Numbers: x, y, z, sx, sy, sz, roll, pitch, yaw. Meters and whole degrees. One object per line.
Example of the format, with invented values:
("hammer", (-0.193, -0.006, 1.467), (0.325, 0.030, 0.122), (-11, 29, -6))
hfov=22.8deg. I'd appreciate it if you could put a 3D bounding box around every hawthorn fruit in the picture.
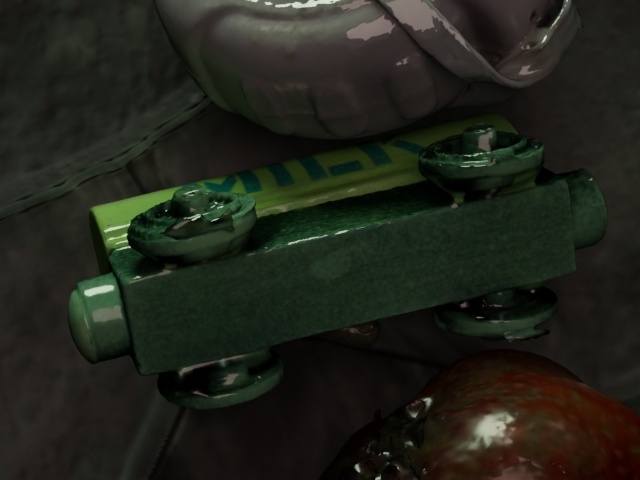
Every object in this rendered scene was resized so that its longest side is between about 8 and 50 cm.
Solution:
("hawthorn fruit", (0.107, 0.163, 0.720), (0.235, 0.181, 0.181), (38, 81, -13))

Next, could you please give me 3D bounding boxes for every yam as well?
("yam", (-0.026, 0.032, 0.816), (0.116, 0.021, 0.021), (16, 80, 4))

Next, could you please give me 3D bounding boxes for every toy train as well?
("toy train", (0.000, 0.000, 0.756), (0.253, 0.157, 0.105), (-15, 108, -12))

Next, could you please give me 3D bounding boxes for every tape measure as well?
("tape measure", (0.013, -0.145, 0.784), (0.197, 0.120, 0.236), (-19, 55, 6))
